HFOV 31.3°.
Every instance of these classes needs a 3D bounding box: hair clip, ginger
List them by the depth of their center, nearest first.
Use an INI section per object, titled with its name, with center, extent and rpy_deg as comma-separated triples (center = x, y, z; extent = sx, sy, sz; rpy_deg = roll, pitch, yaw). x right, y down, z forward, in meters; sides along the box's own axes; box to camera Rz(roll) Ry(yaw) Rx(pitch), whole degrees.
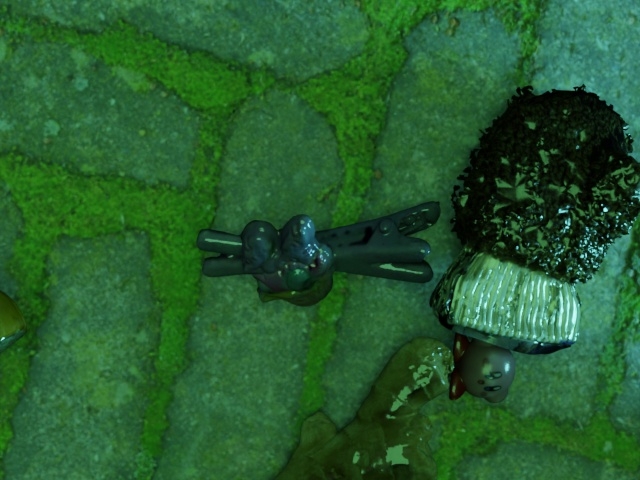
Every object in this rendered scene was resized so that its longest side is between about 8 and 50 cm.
[hair clip]
center = 0.006, 0.011, 1.259
extent = 0.278, 0.137, 0.090
rpy_deg = -10, 53, -4
[ginger]
center = 0.029, 0.248, 1.265
extent = 0.333, 0.081, 0.148
rpy_deg = -34, 89, 1

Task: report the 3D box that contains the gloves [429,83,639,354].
[gloves]
center = 0.247, -0.030, 1.259
extent = 0.210, 0.135, 0.312
rpy_deg = 13, 84, 4

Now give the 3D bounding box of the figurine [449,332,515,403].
[figurine]
center = 0.183, 0.140, 1.281
extent = 0.071, 0.067, 0.083
rpy_deg = 4, 99, 10

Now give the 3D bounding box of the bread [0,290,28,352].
[bread]
center = -0.410, 0.121, 1.175
extent = 0.236, 0.236, 0.070
rpy_deg = -32, 89, -4
